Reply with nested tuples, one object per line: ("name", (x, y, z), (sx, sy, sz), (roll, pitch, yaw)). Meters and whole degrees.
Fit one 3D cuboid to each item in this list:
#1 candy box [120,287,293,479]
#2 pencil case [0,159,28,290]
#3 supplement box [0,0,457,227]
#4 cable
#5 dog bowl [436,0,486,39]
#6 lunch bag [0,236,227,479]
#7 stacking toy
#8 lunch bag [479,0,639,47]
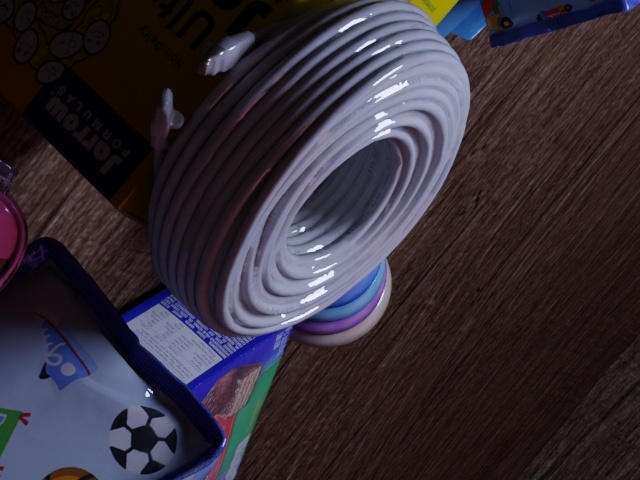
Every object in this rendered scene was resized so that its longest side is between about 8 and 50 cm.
("candy box", (-0.192, 0.200, 1.545), (0.317, 0.122, 0.268), (-32, 152, -43))
("pencil case", (-0.248, -0.029, 1.040), (0.095, 0.098, 0.209), (-45, -159, -5))
("supplement box", (-0.048, -0.191, 1.117), (0.356, 0.194, 0.195), (-50, 157, 5))
("cable", (-0.003, -0.049, 1.059), (0.257, 0.089, 0.257), (-31, 152, -32))
("dog bowl", (0.068, -0.211, 1.444), (0.297, 0.074, 0.166), (-43, 156, -10))
("lunch bag", (-0.296, 0.220, 1.100), (0.385, 0.239, 0.328), (-38, 167, -25))
("stacking toy", (0.000, 0.000, 1.508), (0.141, 0.141, 0.330), (-43, 166, -11))
("lunch bag", (0.241, -0.318, 1.392), (0.138, 0.221, 0.293), (-12, -170, 37))
